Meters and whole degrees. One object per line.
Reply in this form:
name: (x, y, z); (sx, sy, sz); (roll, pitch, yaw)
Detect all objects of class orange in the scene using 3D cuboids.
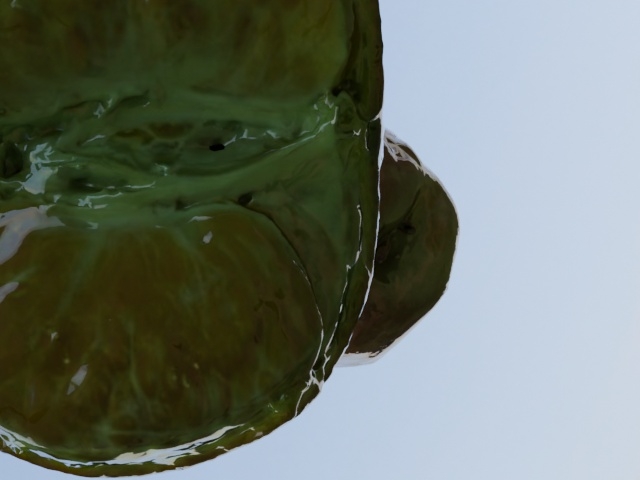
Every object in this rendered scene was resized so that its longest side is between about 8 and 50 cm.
orange: (-0.064, -0.032, 0.480); (0.158, 0.179, 0.237); (-45, -45, -87)

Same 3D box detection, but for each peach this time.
peach: (0.000, 0.000, 1.046); (0.214, 0.235, 0.214); (-3, -83, -28)
